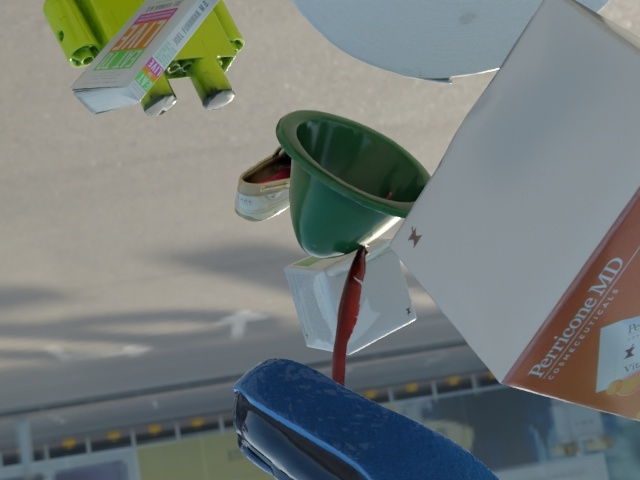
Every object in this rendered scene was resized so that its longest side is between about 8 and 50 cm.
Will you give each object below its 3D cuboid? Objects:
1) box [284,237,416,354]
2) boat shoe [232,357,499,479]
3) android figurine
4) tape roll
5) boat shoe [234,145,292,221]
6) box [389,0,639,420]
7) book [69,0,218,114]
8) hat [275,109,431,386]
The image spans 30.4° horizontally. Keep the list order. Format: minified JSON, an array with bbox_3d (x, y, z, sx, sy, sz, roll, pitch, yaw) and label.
[{"bbox_3d":[0.033,0.059,1.301,0.101,0.102,0.087,-24,-165,-30],"label":"box"},{"bbox_3d":[0.045,0.181,0.883,0.109,0.258,0.089,-27,141,-41],"label":"boat shoe"},{"bbox_3d":[-0.213,-0.272,1.428,0.248,0.273,0.056,-13,155,-39],"label":"android figurine"},{"bbox_3d":[0.131,-0.327,1.040,0.392,0.072,0.392,-9,129,-11],"label":"tape roll"},{"bbox_3d":[-0.030,-0.085,1.361,0.170,0.063,0.059,-37,143,-33],"label":"boat shoe"},{"bbox_3d":[0.262,0.004,0.841,0.345,0.168,0.215,17,113,-35],"label":"box"},{"bbox_3d":[-0.154,-0.181,1.075,0.096,0.144,0.035,2,141,50],"label":"book"},{"bbox_3d":[0.000,0.000,1.135,0.173,0.183,0.208,26,-155,-3],"label":"hat"}]
